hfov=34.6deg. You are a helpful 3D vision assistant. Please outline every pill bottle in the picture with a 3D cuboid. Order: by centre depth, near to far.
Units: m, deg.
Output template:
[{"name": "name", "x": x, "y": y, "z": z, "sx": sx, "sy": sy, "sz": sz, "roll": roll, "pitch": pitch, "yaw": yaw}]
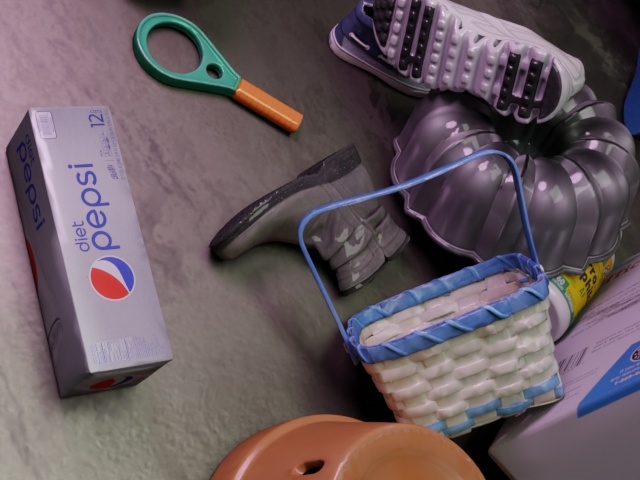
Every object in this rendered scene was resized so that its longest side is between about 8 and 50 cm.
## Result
[{"name": "pill bottle", "x": 0.318, "y": 0.035, "z": 1.369, "sx": 0.117, "sy": 0.117, "sz": 0.208, "roll": 50, "pitch": 53, "yaw": -2}]

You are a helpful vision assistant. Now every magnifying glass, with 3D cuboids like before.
[{"name": "magnifying glass", "x": -0.125, "y": -0.202, "z": 1.271, "sx": 0.231, "sy": 0.026, "sz": 0.092, "roll": 31, "pitch": 56, "yaw": -17}]

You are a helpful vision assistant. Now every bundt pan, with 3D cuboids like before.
[{"name": "bundt pan", "x": 0.262, "y": -0.114, "z": 1.324, "sx": 0.331, "sy": 0.124, "sz": 0.330, "roll": 7, "pitch": 48, "yaw": -8}]

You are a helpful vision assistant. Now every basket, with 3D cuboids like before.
[{"name": "basket", "x": 0.130, "y": 0.067, "z": 1.155, "sx": 0.255, "sy": 0.201, "sz": 0.289, "roll": -18, "pitch": 104, "yaw": -1}]

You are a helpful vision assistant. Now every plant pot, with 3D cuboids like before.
[{"name": "plant pot", "x": 0.044, "y": 0.304, "z": 1.029, "sx": 0.291, "sy": 0.203, "sz": 0.290, "roll": 13, "pitch": 63, "yaw": -27}]

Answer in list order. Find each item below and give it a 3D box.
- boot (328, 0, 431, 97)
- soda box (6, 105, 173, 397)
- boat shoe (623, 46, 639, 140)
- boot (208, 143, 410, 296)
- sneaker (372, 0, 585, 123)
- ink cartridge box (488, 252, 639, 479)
[{"name": "boot", "x": 0.111, "y": -0.259, "z": 1.399, "sx": 0.190, "sy": 0.086, "sz": 0.069, "roll": 17, "pitch": 60, "yaw": -23}, {"name": "soda box", "x": -0.242, "y": 0.009, "z": 1.058, "sx": 0.091, "sy": 0.098, "sz": 0.286, "roll": -7, "pitch": 72, "yaw": -34}, {"name": "boat shoe", "x": 0.561, "y": -0.249, "z": 1.654, "sx": 0.089, "sy": 0.109, "sz": 0.258, "roll": 37, "pitch": 57, "yaw": -16}, {"name": "boot", "x": 0.000, "y": 0.000, "z": 1.223, "sx": 0.246, "sy": 0.083, "sz": 0.161, "roll": -34, "pitch": 96, "yaw": -34}, {"name": "sneaker", "x": 0.193, "y": -0.237, "z": 1.279, "sx": 0.292, "sy": 0.110, "sz": 0.118, "roll": 32, "pitch": 37, "yaw": 25}, {"name": "ink cartridge box", "x": 0.413, "y": 0.145, "z": 1.227, "sx": 0.166, "sy": 0.285, "sz": 0.395, "roll": 50, "pitch": 41, "yaw": -3}]
